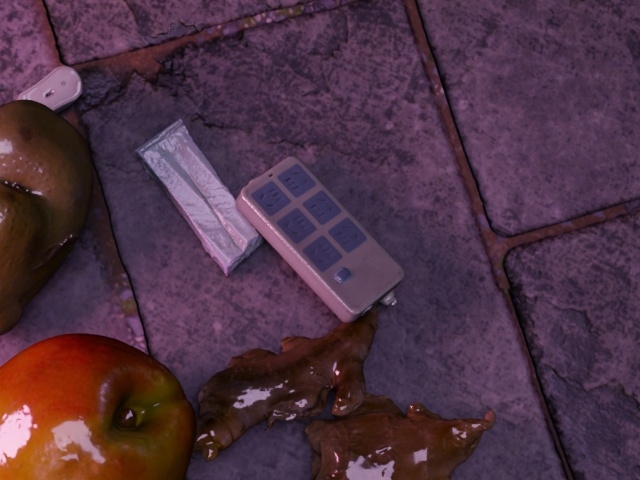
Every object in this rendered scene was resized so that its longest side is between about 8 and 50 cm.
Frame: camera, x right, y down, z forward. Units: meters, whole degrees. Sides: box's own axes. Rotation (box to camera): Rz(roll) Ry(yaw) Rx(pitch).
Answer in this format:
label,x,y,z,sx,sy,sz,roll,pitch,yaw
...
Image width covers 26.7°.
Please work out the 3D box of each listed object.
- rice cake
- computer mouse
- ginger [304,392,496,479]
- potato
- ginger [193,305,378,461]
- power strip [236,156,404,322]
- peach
label,x,y,z,sx,sy,sz,roll,pitch,yaw
rice cake,-0.170,-0.062,1.934,0.085,0.040,0.226,-35,84,-11
computer mouse,-0.391,-0.207,1.946,0.110,0.032,0.056,-32,83,0
ginger,0.110,0.297,1.852,0.270,0.123,0.219,-24,64,-15
potato,-0.441,-0.023,1.822,0.218,0.202,0.351,21,81,-41
ginger,-0.045,0.201,1.864,0.333,0.080,0.166,-22,56,-15
power strip,0.000,0.000,1.906,0.270,0.046,0.118,47,54,10
peach,-0.324,0.276,1.730,0.332,0.308,0.308,-42,84,30
